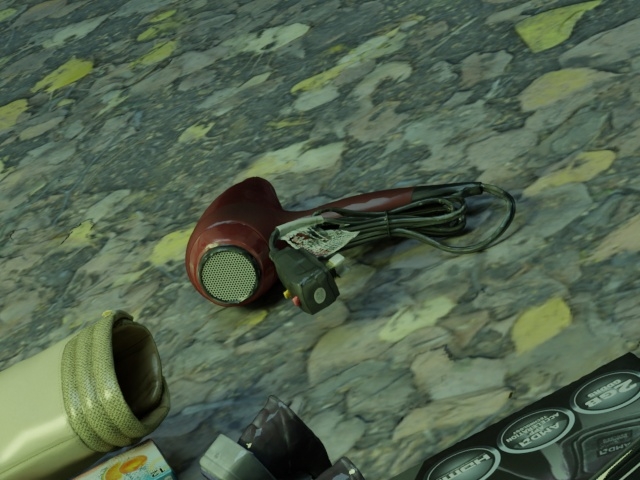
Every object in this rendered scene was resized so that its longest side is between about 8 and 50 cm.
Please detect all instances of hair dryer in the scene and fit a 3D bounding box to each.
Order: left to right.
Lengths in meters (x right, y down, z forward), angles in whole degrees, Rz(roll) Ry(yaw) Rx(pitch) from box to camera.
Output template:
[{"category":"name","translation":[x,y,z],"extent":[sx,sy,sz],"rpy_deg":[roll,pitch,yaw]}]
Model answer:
[{"category":"hair dryer","translation":[0.000,0.000,1.508],"extent":[0.223,0.080,0.293],"rpy_deg":[-18,22,-31]}]

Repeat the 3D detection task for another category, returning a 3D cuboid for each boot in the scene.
[{"category":"boot","translation":[-0.205,0.116,1.323],"extent":[0.203,0.095,0.262],"rpy_deg":[-30,12,6]}]

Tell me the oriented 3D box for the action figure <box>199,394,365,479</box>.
[{"category":"action figure","translation":[-0.098,0.215,1.055],"extent":[0.285,0.099,0.185],"rpy_deg":[-33,31,-14]}]

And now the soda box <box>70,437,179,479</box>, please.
[{"category":"soda box","translation":[-0.170,0.202,1.195],"extent":[0.183,0.058,0.063],"rpy_deg":[-28,22,-9]}]

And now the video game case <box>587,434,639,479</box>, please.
[{"category":"video game case","translation":[0.108,0.217,0.615],"extent":[0.275,0.035,0.248],"rpy_deg":[-44,50,17]}]

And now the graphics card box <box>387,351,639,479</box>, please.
[{"category":"graphics card box","translation":[0.144,0.194,0.856],"extent":[0.232,0.094,0.371],"rpy_deg":[-27,21,-9]}]
